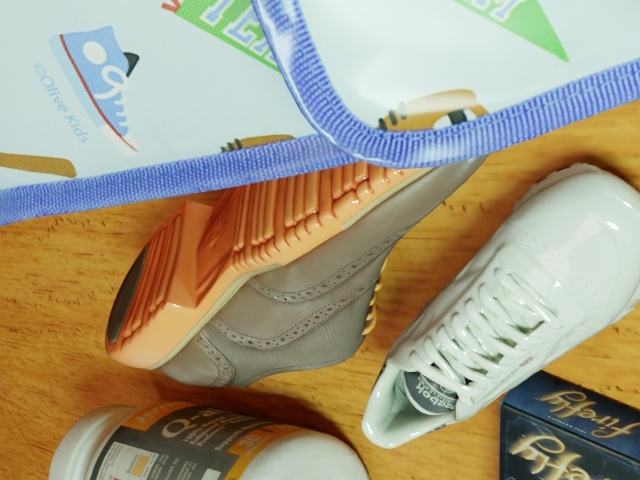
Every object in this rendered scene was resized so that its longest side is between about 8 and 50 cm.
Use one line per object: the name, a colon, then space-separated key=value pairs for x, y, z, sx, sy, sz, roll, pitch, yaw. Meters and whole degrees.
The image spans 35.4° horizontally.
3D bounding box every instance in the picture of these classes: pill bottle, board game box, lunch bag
pill bottle: x=-0.103 y=0.224 z=0.858 sx=0.278 sy=0.162 sz=0.162 roll=3 pitch=121 yaw=43
board game box: x=0.223 y=0.192 z=0.605 sx=0.243 sy=0.042 sz=0.165 roll=20 pitch=132 yaw=34
lunch bag: x=-0.024 y=-0.198 z=0.402 sx=0.385 sy=0.239 sz=0.328 roll=-6 pitch=115 yaw=29

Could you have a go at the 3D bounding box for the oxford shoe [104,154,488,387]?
oxford shoe: x=0.000 y=0.000 z=0.646 sx=0.132 sy=0.130 sz=0.363 roll=29 pitch=141 yaw=-25

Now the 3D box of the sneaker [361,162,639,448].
sneaker: x=0.102 y=0.049 z=0.573 sx=0.090 sy=0.094 sz=0.235 roll=45 pitch=140 yaw=11
